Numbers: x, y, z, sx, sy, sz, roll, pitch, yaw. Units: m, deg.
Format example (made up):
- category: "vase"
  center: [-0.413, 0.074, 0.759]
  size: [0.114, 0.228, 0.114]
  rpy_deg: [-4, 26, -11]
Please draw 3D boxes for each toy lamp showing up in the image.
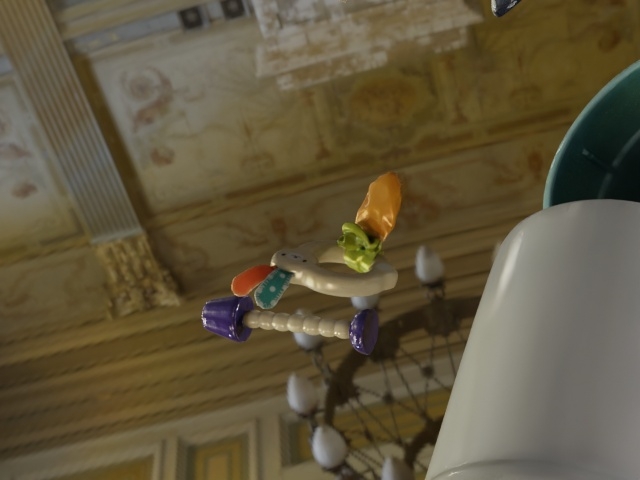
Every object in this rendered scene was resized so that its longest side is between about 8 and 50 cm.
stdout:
- category: "toy lamp"
  center: [-0.052, 0.128, 1.668]
  size: [0.274, 0.080, 0.080]
  rpy_deg: [4, -140, 23]

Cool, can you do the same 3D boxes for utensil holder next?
- category: "utensil holder"
  center: [0.297, 0.192, 1.176]
  size: [0.327, 0.327, 0.385]
  rpy_deg: [2, -131, 26]

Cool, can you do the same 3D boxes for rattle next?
- category: "rattle"
  center: [0.000, 0.000, 1.308]
  size: [0.199, 0.143, 0.130]
  rpy_deg: [2, -140, -20]

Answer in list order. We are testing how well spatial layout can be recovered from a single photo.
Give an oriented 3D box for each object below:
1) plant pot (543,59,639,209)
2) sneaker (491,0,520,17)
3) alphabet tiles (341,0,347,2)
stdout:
- category: "plant pot"
  center: [0.537, -0.034, 1.434]
  size: [0.341, 0.334, 0.341]
  rpy_deg: [-40, -147, 33]
- category: "sneaker"
  center: [0.195, -0.221, 0.787]
  size: [0.153, 0.282, 0.099]
  rpy_deg: [-37, -120, 26]
- category: "alphabet tiles"
  center: [0.020, -0.310, 0.954]
  size: [0.237, 0.198, 0.009]
  rpy_deg: [24, -142, 1]
